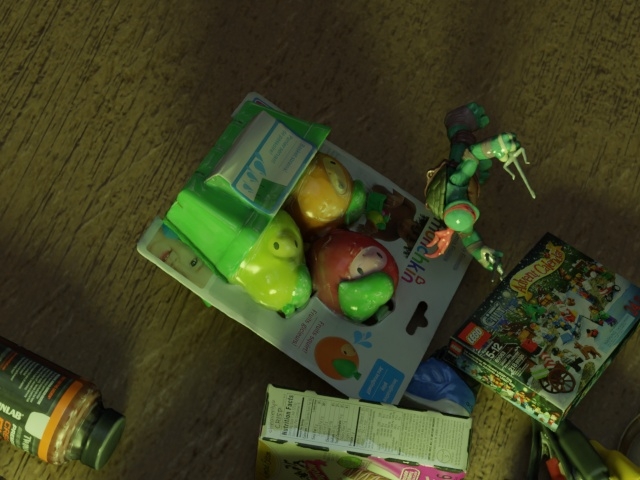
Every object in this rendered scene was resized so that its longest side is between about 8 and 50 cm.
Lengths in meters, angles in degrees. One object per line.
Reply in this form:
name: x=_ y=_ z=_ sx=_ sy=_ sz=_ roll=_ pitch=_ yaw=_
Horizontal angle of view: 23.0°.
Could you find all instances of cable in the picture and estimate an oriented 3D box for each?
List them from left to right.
cable: x=0.276 y=0.233 z=1.870 sx=0.139 sy=0.072 sz=0.287 roll=-29 pitch=52 yaw=-1

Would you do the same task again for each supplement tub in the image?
supplement tub: x=-0.325 y=0.189 z=1.809 sx=0.197 sy=0.106 sz=0.106 roll=25 pitch=65 yaw=9

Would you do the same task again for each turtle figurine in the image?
turtle figurine: x=0.184 y=-0.063 z=1.911 sx=0.118 sy=0.175 sz=0.234 roll=10 pitch=32 yaw=-5

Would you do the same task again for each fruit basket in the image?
fruit basket: x=0.000 y=0.000 z=1.879 sx=0.353 sy=0.165 sz=0.327 roll=31 pitch=48 yaw=2

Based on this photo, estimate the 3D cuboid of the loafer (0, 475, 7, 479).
loafer: x=-0.414 y=0.379 z=1.730 sx=0.084 sy=0.096 sz=0.267 roll=38 pitch=73 yaw=-8

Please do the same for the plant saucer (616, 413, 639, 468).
plant saucer: x=0.431 y=0.274 z=1.870 sx=0.168 sy=0.029 sz=0.169 roll=2 pitch=65 yaw=-4

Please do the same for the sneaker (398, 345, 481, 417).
sneaker: x=0.119 y=0.159 z=1.886 sx=0.152 sy=0.058 sz=0.085 roll=23 pitch=61 yaw=10

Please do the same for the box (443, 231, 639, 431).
box: x=0.277 y=0.105 z=1.890 sx=0.159 sy=0.044 sz=0.233 roll=33 pitch=50 yaw=17

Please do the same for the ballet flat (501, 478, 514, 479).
ballet flat: x=0.227 y=0.390 z=1.772 sx=0.087 sy=0.083 sz=0.247 roll=-25 pitch=65 yaw=2

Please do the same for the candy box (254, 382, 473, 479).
candy box: x=0.045 y=0.239 z=1.784 sx=0.233 sy=0.159 sz=0.071 roll=10 pitch=62 yaw=1
